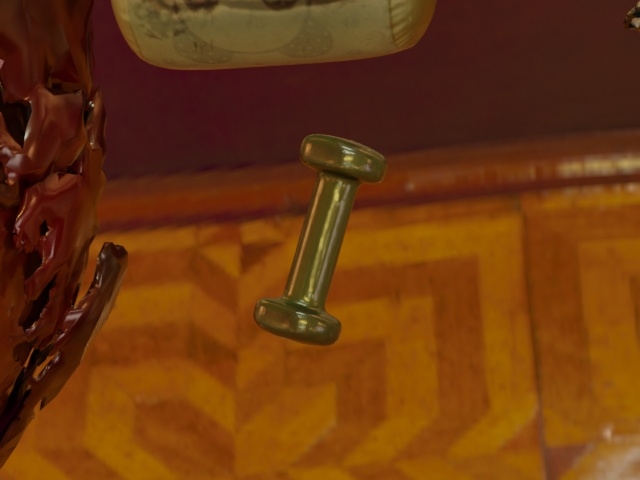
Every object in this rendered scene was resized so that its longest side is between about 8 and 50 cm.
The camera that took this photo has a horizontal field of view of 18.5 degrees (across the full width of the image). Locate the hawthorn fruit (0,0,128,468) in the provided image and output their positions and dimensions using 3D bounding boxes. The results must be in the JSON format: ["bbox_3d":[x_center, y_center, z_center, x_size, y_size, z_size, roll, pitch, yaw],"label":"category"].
[{"bbox_3d":[-0.200,-0.012,0.407,0.316,0.316,0.316,-6,48,6],"label":"hawthorn fruit"}]

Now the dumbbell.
[{"bbox_3d":[0.000,0.000,1.103,0.052,0.046,0.118,17,91,42],"label":"dumbbell"}]

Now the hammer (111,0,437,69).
[{"bbox_3d":[-0.042,-0.248,1.138,0.202,0.305,0.113,-3,24,13],"label":"hammer"}]

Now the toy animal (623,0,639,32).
[{"bbox_3d":[0.317,-0.113,1.065,0.249,0.174,0.289,-31,88,16],"label":"toy animal"}]
